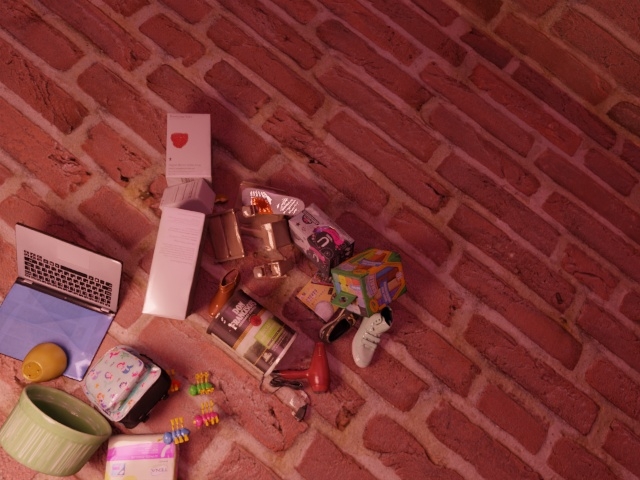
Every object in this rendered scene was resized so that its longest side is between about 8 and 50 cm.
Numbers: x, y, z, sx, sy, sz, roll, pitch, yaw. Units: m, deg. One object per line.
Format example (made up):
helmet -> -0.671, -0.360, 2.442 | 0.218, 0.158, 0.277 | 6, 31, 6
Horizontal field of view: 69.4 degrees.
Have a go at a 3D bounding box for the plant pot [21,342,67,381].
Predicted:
plant pot -> -0.950, 0.425, 1.566 | 0.134, 0.095, 0.134 | 0, 95, -3

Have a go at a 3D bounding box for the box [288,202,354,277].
box -> 0.000, 0.000, 1.865 | 0.142, 0.163, 0.247 | -38, 67, -21

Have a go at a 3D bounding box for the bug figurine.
bug figurine -> -0.469, 0.580, 1.613 | 0.216, 0.072, 0.279 | -4, 42, -25

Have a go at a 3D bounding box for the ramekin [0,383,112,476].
ramekin -> -0.835, 0.598, 1.452 | 0.303, 0.303, 0.148 | 32, 76, 1

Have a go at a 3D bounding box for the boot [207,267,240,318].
boot -> -0.370, 0.196, 1.757 | 0.073, 0.152, 0.197 | 27, 68, -2

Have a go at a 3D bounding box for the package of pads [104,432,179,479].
package of pads -> -0.588, 0.799, 1.532 | 0.229, 0.101, 0.296 | 2, 71, -9

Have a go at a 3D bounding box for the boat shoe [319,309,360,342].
boat shoe -> 0.100, 0.327, 1.838 | 0.228, 0.068, 0.081 | -38, 112, -17

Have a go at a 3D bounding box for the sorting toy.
sorting toy -> -0.305, -0.133, 1.950 | 0.307, 0.041, 0.229 | 12, 74, -7

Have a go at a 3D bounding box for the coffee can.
coffee can -> -0.248, 0.341, 1.706 | 0.275, 0.201, 0.201 | 37, 68, 2

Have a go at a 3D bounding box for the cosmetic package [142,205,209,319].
cosmetic package -> -0.521, 0.084, 1.688 | 0.156, 0.217, 0.385 | 9, 87, -9

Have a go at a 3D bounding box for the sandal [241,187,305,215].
sandal -> -0.193, -0.155, 1.913 | 0.265, 0.076, 0.102 | 11, 105, 2

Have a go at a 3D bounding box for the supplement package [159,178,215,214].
supplement package -> -0.522, -0.156, 1.824 | 0.179, 0.105, 0.105 | -12, 50, 17

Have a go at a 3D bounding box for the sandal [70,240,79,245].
sandal -> -1.001, 0.058, 1.740 | 0.180, 0.049, 0.072 | -25, 83, -33

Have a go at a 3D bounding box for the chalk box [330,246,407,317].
chalk box -> 0.166, 0.170, 1.798 | 0.289, 0.180, 0.179 | -27, 113, -32

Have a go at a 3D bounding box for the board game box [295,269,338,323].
board game box -> 0.034, 0.196, 1.897 | 0.165, 0.042, 0.243 | 41, 69, 4

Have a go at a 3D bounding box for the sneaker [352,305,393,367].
sneaker -> 0.207, 0.369, 1.808 | 0.094, 0.151, 0.256 | 23, 68, -17

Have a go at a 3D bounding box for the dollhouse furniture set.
dollhouse furniture set -> -0.315, 0.021, 1.881 | 0.355, 0.174, 0.303 | -11, 92, 18

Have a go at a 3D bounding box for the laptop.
laptop -> -0.935, 0.217, 1.600 | 0.382, 0.408, 0.236 | 21, 35, -4

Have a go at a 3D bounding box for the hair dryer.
hair dryer -> -0.068, 0.508, 1.748 | 0.223, 0.080, 0.293 | 40, 68, 5

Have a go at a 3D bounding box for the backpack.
backpack -> -0.669, 0.476, 1.562 | 0.253, 0.191, 0.225 | 21, 61, 35

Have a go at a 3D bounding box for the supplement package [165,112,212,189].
supplement package -> -0.535, -0.353, 1.903 | 0.177, 0.175, 0.293 | -2, 71, -11
